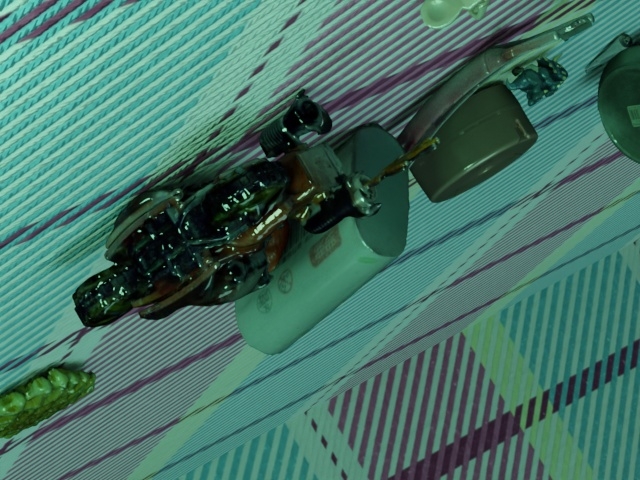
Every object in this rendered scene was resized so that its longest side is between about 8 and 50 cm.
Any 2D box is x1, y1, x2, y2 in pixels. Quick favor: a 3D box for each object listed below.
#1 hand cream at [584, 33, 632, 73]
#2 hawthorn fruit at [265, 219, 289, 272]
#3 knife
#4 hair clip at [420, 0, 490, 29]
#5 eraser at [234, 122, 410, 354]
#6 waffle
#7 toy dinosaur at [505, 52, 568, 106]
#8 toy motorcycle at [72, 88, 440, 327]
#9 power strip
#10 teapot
[{"bbox_3d":[0.360,-0.234,2.286,0.030,0.019,0.093,-27,175,-28],"label":"hand cream"},{"bbox_3d":[-0.073,-0.004,1.966,0.093,0.093,0.093,-30,169,-6],"label":"hawthorn fruit"},{"bbox_3d":[0.169,-0.163,1.980,0.278,0.053,0.123,-37,172,33],"label":"knife"},{"bbox_3d":[0.157,-0.253,1.601,0.072,0.034,0.226,-23,166,-32],"label":"hair clip"},{"bbox_3d":[0.000,0.000,2.000,0.081,0.174,0.227,25,137,-24],"label":"eraser"},{"bbox_3d":[-0.359,0.205,2.246,0.169,0.036,0.183,-31,169,7],"label":"waffle"},{"bbox_3d":[0.248,-0.186,2.109,0.083,0.047,0.030,-29,169,-27],"label":"toy dinosaur"},{"bbox_3d":[-0.059,-0.032,1.747,0.401,0.134,0.207,-37,168,36],"label":"toy motorcycle"},{"bbox_3d":[0.171,-0.112,2.146,0.154,0.078,0.154,-31,172,-5],"label":"power strip"},{"bbox_3d":[0.469,-0.199,2.397,0.203,0.171,0.225,3,-155,45],"label":"teapot"}]
